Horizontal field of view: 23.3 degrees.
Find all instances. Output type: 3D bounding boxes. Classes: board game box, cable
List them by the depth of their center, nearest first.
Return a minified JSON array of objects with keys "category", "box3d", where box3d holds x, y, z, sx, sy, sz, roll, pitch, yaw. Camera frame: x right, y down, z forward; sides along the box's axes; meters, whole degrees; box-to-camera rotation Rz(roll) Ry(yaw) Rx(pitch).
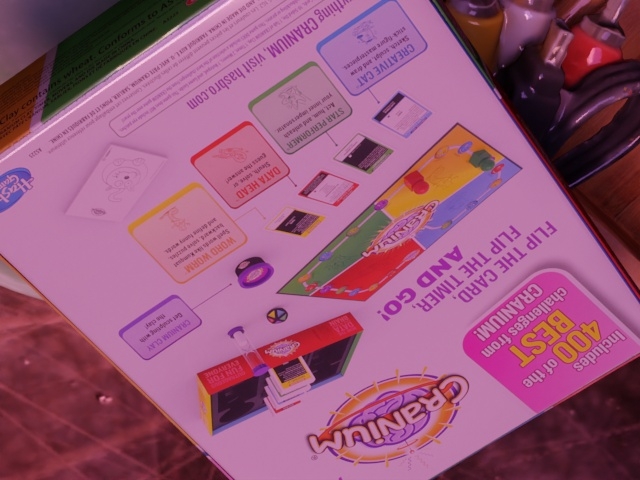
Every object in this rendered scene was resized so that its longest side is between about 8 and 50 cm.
[{"category":"board game box","box3d":[0.000,0.000,0.793,0.242,0.064,0.316,-33,124,10]},{"category":"cable","box3d":[0.090,-0.032,0.889,0.139,0.072,0.287,10,127,-26]}]

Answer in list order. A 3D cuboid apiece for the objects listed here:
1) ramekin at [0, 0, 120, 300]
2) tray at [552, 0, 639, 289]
[{"category":"ramekin","box3d":[-0.098,-0.127,0.822,0.303,0.148,0.303,-5,123,-8]},{"category":"tray","box3d":[0.290,-0.159,0.900,0.203,0.076,0.411,41,106,-18]}]
